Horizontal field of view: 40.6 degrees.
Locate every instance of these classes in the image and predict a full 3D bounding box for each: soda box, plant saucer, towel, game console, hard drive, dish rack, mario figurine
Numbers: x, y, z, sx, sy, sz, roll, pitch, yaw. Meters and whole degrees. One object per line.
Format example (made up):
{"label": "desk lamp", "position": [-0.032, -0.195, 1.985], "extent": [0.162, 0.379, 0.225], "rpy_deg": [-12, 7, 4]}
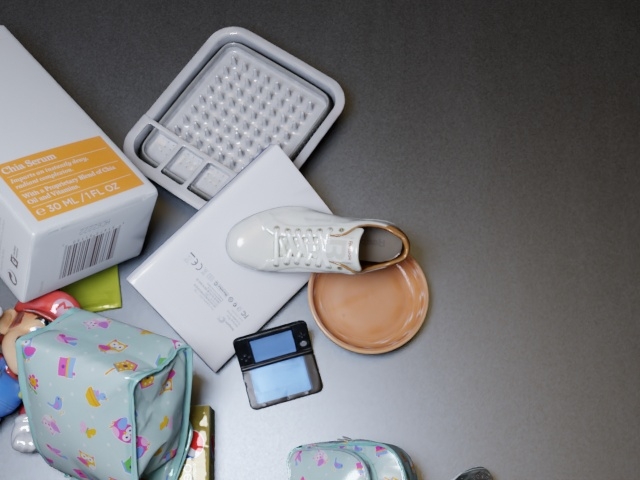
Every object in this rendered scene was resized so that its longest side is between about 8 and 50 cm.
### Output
{"label": "soda box", "position": [-0.197, 0.348, 1.332], "extent": [0.061, 0.058, 0.181], "rpy_deg": [-2, 70, 1]}
{"label": "plant saucer", "position": [0.077, 0.091, 1.425], "extent": [0.200, 0.037, 0.200], "rpy_deg": [2, 73, -5]}
{"label": "towel", "position": [-0.401, 0.010, 1.479], "extent": [0.102, 0.021, 0.237], "rpy_deg": [-10, 70, -2]}
{"label": "game console", "position": [-0.067, 0.198, 1.381], "extent": [0.122, 0.107, 0.071], "rpy_deg": [-15, 42, -5]}
{"label": "hard drive", "position": [-0.125, 0.027, 1.401], "extent": [0.319, 0.040, 0.210], "rpy_deg": [-44, 112, -14]}
{"label": "dish rack", "position": [-0.146, -0.193, 1.523], "extent": [0.286, 0.072, 0.333], "rpy_deg": [32, 74, 12]}
{"label": "mario figurine", "position": [-0.484, 0.212, 1.321], "extent": [0.170, 0.198, 0.320], "rpy_deg": [33, 77, 25]}

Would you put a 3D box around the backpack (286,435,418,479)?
{"label": "backpack", "position": [0.047, 0.370, 1.258], "extent": [0.188, 0.144, 0.165], "rpy_deg": [-8, 68, 13]}

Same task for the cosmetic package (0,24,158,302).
{"label": "cosmetic package", "position": [-0.498, -0.139, 1.399], "extent": [0.453, 0.161, 0.230], "rpy_deg": [44, 45, 20]}

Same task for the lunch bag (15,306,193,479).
{"label": "lunch bag", "position": [-0.312, 0.258, 1.273], "extent": [0.223, 0.262, 0.160], "rpy_deg": [13, 25, 23]}

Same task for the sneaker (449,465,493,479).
{"label": "sneaker", "position": [0.195, 0.410, 1.294], "extent": [0.178, 0.077, 0.072], "rpy_deg": [-42, 76, -14]}

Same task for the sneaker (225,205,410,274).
{"label": "sneaker", "position": [0.000, 0.000, 1.345], "extent": [0.290, 0.123, 0.105], "rpy_deg": [-2, 96, -9]}
